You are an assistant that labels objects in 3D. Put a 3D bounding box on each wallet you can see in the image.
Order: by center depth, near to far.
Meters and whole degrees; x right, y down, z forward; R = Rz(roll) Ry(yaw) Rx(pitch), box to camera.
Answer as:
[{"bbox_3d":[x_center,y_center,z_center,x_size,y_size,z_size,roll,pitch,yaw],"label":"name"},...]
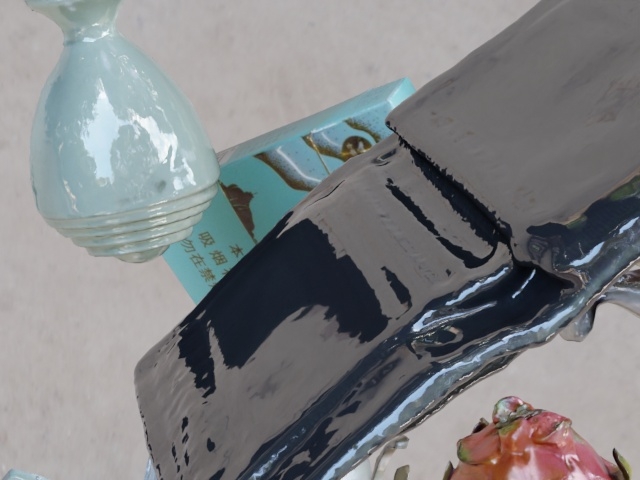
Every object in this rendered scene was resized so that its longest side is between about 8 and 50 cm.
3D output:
[{"bbox_3d":[0.052,-0.006,0.625,0.323,0.247,0.041,-42,111,3],"label":"wallet"}]

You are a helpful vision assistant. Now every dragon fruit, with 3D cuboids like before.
[{"bbox_3d":[0.234,0.299,1.739,0.224,0.224,0.227,16,89,-4],"label":"dragon fruit"}]

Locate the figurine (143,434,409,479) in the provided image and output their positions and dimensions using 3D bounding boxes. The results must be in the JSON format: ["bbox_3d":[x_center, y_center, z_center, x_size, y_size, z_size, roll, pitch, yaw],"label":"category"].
[{"bbox_3d":[-0.018,0.137,0.909,0.153,0.132,0.132,15,67,-14],"label":"figurine"}]

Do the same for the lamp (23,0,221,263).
[{"bbox_3d":[-0.117,-0.080,0.834,0.106,0.106,0.193,-14,104,-16],"label":"lamp"}]

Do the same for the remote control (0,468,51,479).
[{"bbox_3d":[-0.305,0.269,1.413,0.065,0.166,0.029,26,32,-27],"label":"remote control"}]

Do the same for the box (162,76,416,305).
[{"bbox_3d":[0.000,0.000,1.002,0.162,0.229,0.041,57,38,-19],"label":"box"}]

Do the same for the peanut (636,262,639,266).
[{"bbox_3d":[0.217,-0.076,0.897,0.093,0.083,0.194,26,83,-16],"label":"peanut"}]

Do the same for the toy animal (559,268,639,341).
[{"bbox_3d":[0.439,0.129,1.430,0.302,0.194,0.344,-22,81,-29],"label":"toy animal"}]
